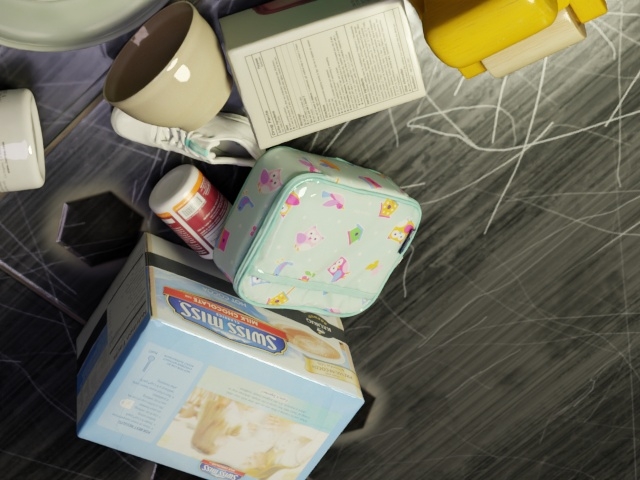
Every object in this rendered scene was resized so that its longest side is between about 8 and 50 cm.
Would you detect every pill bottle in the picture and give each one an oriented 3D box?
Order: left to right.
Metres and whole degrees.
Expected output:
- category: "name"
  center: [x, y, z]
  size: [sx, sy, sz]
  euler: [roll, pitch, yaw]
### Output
- category: "pill bottle"
  center: [-0.477, -0.119, 1.418]
  size: [0.229, 0.131, 0.131]
  euler: [-7, 122, -8]
- category: "pill bottle"
  center: [-0.163, -0.029, 1.565]
  size: [0.086, 0.086, 0.152]
  euler: [-36, 121, 11]

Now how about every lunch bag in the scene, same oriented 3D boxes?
- category: "lunch bag"
  center: [0.000, 0.000, 1.558]
  size: [0.279, 0.108, 0.224]
  euler: [13, 112, -42]

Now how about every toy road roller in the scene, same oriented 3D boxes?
- category: "toy road roller"
  center: [0.211, -0.292, 1.346]
  size: [0.203, 0.240, 0.329]
  euler: [-23, 139, 24]

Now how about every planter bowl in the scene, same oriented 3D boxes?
- category: "planter bowl"
  center: [-0.180, -0.206, 1.410]
  size: [0.162, 0.162, 0.109]
  euler: [-41, 123, 14]

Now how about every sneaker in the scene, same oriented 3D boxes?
- category: "sneaker"
  center: [-0.173, -0.142, 1.489]
  size: [0.212, 0.094, 0.080]
  euler: [9, 120, -16]

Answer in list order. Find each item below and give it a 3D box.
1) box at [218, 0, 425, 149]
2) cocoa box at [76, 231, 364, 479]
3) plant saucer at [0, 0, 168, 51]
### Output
- category: "box"
  center: [0.001, -0.239, 1.445]
  size: [0.232, 0.127, 0.148]
  euler: [-17, 123, 0]
- category: "cocoa box"
  center: [-0.152, 0.189, 1.617]
  size: [0.347, 0.228, 0.231]
  euler: [24, 114, -24]
- category: "plant saucer"
  center: [-0.327, -0.395, 1.298]
  size: [0.401, 0.100, 0.400]
  euler: [-5, 123, -8]
